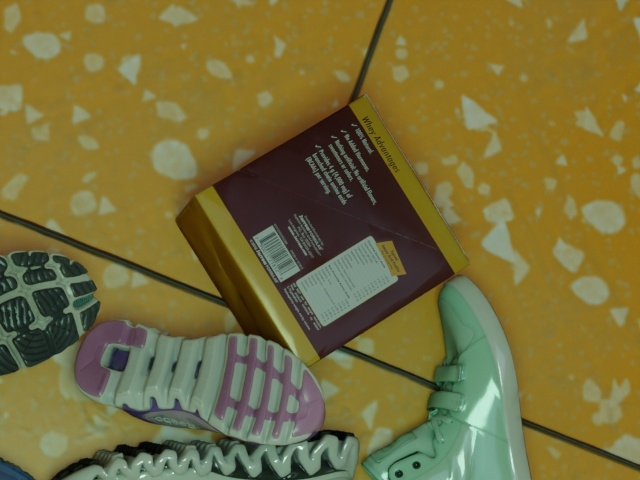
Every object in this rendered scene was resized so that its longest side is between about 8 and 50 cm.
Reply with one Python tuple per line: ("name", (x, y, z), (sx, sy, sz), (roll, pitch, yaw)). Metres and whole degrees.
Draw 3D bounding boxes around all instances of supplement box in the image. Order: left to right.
("supplement box", (0.000, 0.000, 1.770), (0.194, 0.129, 0.191), (-31, 88, -16))

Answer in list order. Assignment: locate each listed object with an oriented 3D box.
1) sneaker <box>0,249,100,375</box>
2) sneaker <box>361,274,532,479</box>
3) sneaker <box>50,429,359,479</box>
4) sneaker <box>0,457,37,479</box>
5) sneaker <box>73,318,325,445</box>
("sneaker", (-0.336, 0.080, 1.689), (0.275, 0.110, 0.107), (-20, 97, -18))
("sneaker", (0.109, 0.164, 1.786), (0.151, 0.094, 0.256), (-9, 81, -11))
("sneaker", (-0.103, 0.240, 1.723), (0.292, 0.110, 0.118), (-2, 90, -13))
("sneaker", (-0.375, 0.237, 1.618), (0.296, 0.131, 0.112), (14, 103, -20))
("sneaker", (-0.103, 0.137, 1.711), (0.236, 0.104, 0.095), (11, 69, 17))
